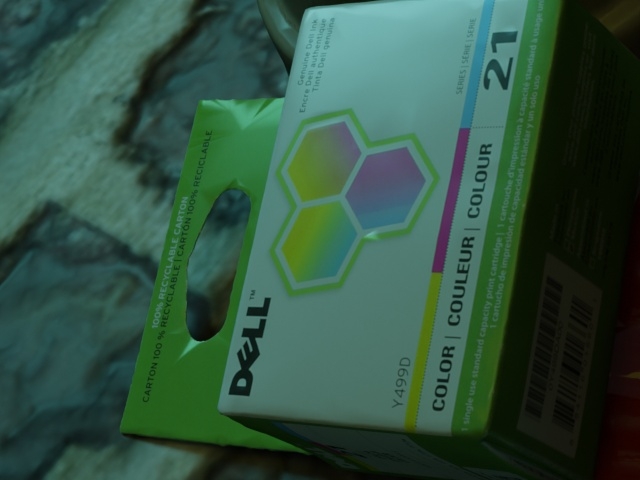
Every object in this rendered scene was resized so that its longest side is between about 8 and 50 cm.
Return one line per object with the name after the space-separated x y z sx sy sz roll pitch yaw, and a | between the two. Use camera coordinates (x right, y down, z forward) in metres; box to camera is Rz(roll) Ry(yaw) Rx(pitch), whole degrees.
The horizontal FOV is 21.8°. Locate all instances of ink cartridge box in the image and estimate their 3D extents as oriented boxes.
0.000 0.000 0.730 0.255 0.097 0.189 1 71 35 | ink cartridge box

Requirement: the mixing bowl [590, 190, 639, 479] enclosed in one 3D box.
0.177 0.038 0.635 0.098 0.181 0.181 12 56 -5 | mixing bowl

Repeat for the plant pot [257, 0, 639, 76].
0.061 -0.204 0.810 0.263 0.229 0.263 -12 53 17 | plant pot
